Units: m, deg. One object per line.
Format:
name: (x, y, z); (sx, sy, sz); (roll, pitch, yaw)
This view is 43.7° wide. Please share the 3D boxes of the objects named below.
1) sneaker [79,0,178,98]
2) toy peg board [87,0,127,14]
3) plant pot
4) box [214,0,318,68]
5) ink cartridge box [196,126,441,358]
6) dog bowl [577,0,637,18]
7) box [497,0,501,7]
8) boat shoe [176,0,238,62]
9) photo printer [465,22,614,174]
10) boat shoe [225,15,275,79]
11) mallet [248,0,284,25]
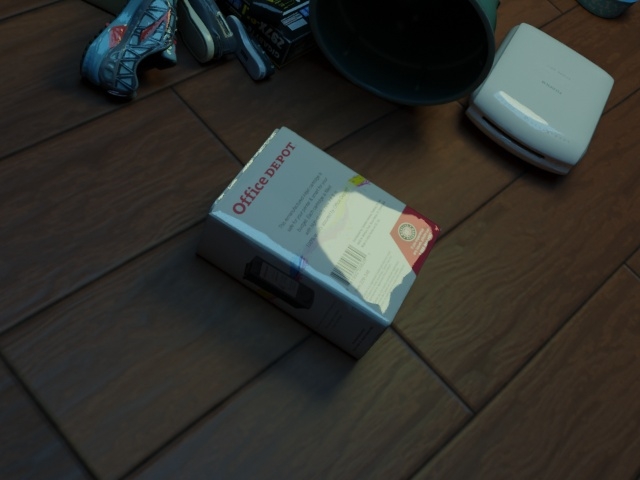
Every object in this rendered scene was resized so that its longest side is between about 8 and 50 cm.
sneaker: (-0.287, -0.347, 1.360); (0.125, 0.104, 0.261); (36, 76, -5)
toy peg board: (-0.363, -0.500, 1.418); (0.161, 0.160, 0.079); (25, 36, -5)
plant pot: (0.197, -0.486, 1.476); (0.341, 0.341, 0.334); (27, 60, -3)
box: (-0.056, -0.504, 1.586); (0.257, 0.079, 0.322); (44, 53, 9)
ink cartridge box: (0.000, 0.000, 1.229); (0.306, 0.131, 0.226); (33, 52, 4)
dog bowl: (0.663, -0.670, 1.987); (0.166, 0.074, 0.297); (-28, 70, -34)
box: (0.346, -0.529, 1.777); (0.083, 0.052, 0.062); (-12, 64, -29)
boat shoe: (-0.234, -0.440, 1.458); (0.079, 0.095, 0.254); (-21, 70, -33)
photo printer: (0.441, -0.282, 1.611); (0.256, 0.107, 0.307); (33, 52, 3)
boat shoe: (-0.132, -0.357, 1.477); (0.040, 0.049, 0.142); (-18, 72, -37)
mallet: (-0.079, -0.462, 1.480); (0.062, 0.039, 0.189); (24, 48, -4)
